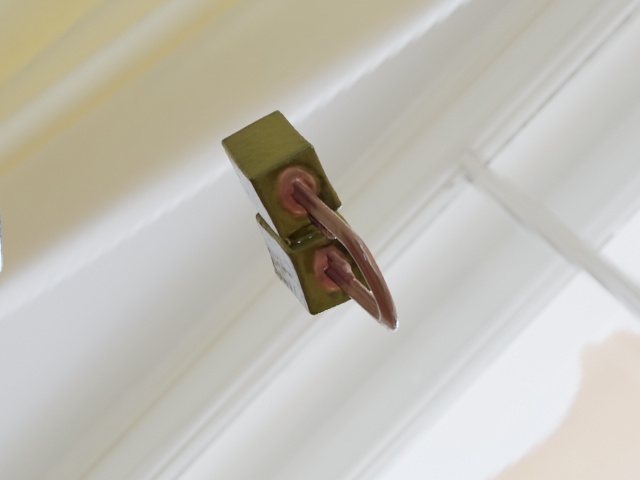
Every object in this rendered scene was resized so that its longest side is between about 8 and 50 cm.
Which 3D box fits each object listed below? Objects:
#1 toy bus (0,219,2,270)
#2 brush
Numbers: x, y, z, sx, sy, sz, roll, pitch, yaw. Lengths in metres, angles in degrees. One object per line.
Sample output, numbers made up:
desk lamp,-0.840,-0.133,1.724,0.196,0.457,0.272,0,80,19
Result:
toy bus,-0.136,-0.071,0.467,0.094,0.079,0.236,29,-40,17
brush,0.000,0.000,0.975,0.103,0.047,0.233,67,-6,-20
